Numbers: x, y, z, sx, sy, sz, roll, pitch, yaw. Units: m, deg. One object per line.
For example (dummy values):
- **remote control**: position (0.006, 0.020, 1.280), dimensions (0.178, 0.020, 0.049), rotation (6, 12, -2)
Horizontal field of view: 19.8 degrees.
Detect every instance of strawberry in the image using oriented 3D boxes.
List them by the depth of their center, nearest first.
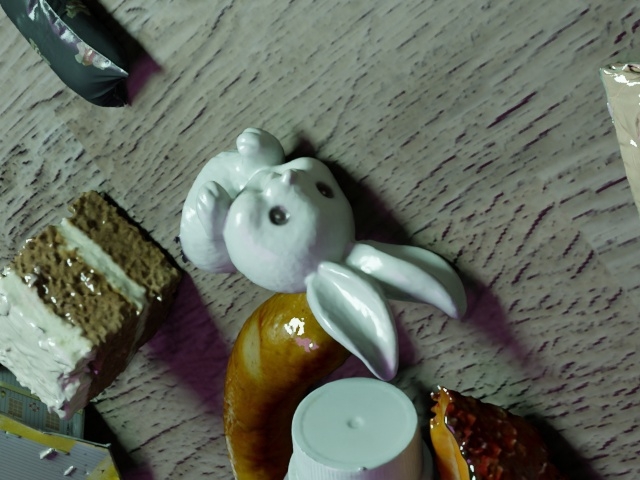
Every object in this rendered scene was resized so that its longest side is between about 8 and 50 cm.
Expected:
- **strawberry**: position (0.146, 0.200, 1.389), dimensions (0.140, 0.085, 0.192), rotation (98, 148, -69)

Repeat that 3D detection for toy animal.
- **toy animal**: position (-0.003, 0.000, 1.354), dimensions (0.220, 0.103, 0.131), rotation (23, 138, 37)

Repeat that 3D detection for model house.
- **model house**: position (-0.325, 0.213, 1.933), dimensions (0.207, 0.136, 0.219), rotation (21, 129, -25)

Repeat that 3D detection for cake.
- **cake**: position (-0.221, 0.059, 1.644), dimensions (0.134, 0.147, 0.135), rotation (44, 149, 13)

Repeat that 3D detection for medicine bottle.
- **medicine bottle**: position (0.037, 0.231, 1.492), dimensions (0.147, 0.147, 0.247), rotation (27, 142, 33)

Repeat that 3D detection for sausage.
- **sausage**: position (-0.032, 0.122, 1.540), dimensions (0.103, 0.076, 0.302), rotation (34, 146, 13)

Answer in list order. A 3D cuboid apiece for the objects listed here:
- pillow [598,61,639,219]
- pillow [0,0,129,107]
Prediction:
- **pillow**: position (0.261, -0.040, 1.046), dimensions (0.232, 0.043, 0.126), rotation (13, 127, 48)
- **pillow**: position (-0.211, -0.171, 1.493), dimensions (0.150, 0.048, 0.090), rotation (47, 145, 2)
